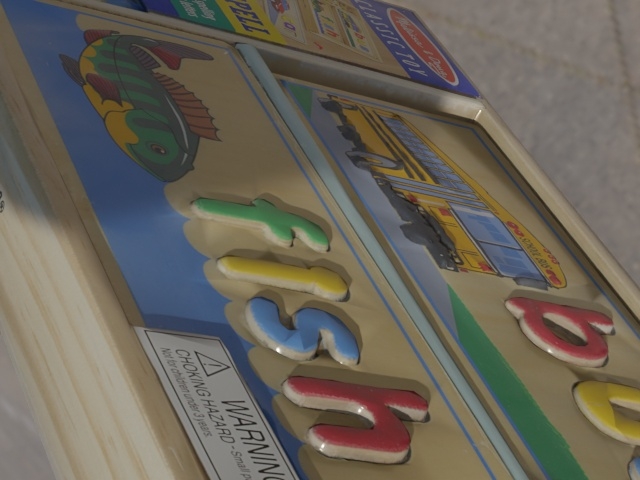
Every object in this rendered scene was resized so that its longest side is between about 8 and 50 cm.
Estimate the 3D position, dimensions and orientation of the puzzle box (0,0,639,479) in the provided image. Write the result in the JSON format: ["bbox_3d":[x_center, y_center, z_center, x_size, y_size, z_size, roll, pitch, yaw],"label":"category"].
[{"bbox_3d":[0.000,0.000,0.654,0.052,0.272,0.409,-61,37,25],"label":"puzzle box"}]
